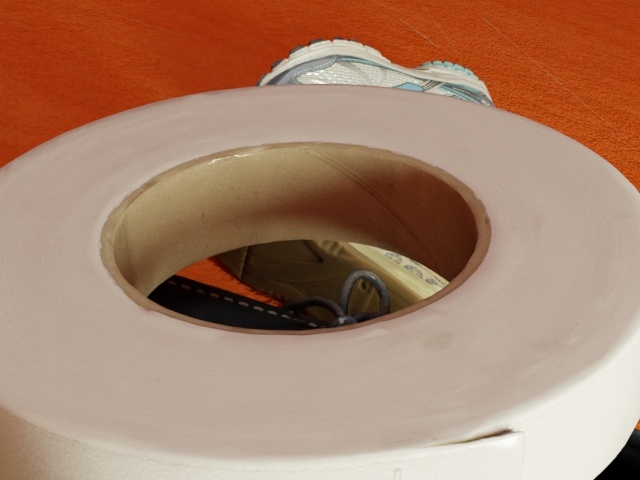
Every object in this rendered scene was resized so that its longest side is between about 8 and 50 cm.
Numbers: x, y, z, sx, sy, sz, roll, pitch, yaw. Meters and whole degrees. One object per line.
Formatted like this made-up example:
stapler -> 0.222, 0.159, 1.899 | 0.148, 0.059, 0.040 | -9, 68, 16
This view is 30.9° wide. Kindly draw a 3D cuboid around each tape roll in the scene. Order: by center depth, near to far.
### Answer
tape roll -> -0.012, 0.020, 0.629 | 0.392, 0.072, 0.392 | -1, 31, 0

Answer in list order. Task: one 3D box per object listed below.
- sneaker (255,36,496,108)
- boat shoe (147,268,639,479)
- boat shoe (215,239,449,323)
sneaker -> 0.066, -0.114, 1.094 | 0.283, 0.110, 0.122 | -4, 42, -31
boat shoe -> 0.019, 0.108, 0.691 | 0.500, 0.156, 0.187 | 25, 35, 14
boat shoe -> 0.000, 0.000, 0.905 | 0.285, 0.104, 0.089 | 43, 34, 17
